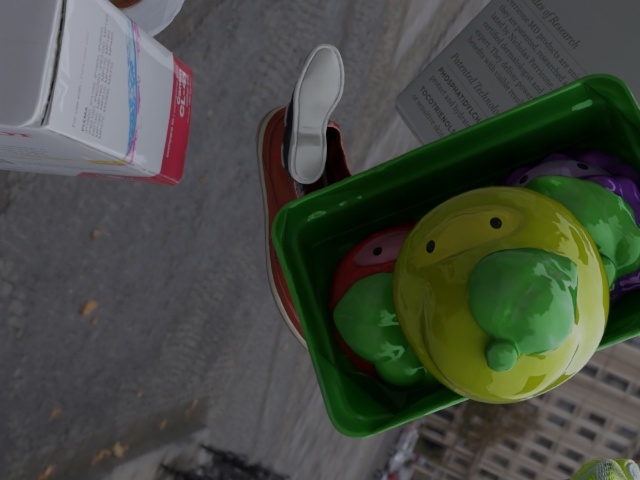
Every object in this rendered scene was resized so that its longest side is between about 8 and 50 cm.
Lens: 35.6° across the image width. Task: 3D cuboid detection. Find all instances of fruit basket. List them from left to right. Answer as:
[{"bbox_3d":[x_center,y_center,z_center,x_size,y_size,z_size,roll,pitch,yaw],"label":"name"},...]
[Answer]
[{"bbox_3d":[0.144,0.021,0.879,0.392,0.391,0.283,89,-16,-67],"label":"fruit basket"}]

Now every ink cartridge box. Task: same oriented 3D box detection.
[{"bbox_3d":[-0.264,-0.138,0.871,0.306,0.226,0.131,35,62,-79],"label":"ink cartridge box"}]

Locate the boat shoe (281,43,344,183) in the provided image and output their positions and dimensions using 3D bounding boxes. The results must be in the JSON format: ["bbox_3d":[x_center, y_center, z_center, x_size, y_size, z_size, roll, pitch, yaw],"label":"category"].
[{"bbox_3d":[-0.009,-0.114,0.897,0.038,0.046,0.125,-154,-111,-65],"label":"boat shoe"}]

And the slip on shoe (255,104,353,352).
[{"bbox_3d":[0.000,0.000,1.207,0.123,0.101,0.332,-19,109,-32],"label":"slip on shoe"}]

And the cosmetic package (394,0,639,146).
[{"bbox_3d":[0.402,-0.194,1.515,0.393,0.327,0.329,-45,143,21],"label":"cosmetic package"}]

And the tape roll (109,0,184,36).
[{"bbox_3d":[-0.278,-0.366,1.302,0.219,0.072,0.219,-15,128,-21],"label":"tape roll"}]

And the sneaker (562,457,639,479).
[{"bbox_3d":[0.356,0.325,1.238,0.126,0.240,0.091,-27,-129,33],"label":"sneaker"}]
